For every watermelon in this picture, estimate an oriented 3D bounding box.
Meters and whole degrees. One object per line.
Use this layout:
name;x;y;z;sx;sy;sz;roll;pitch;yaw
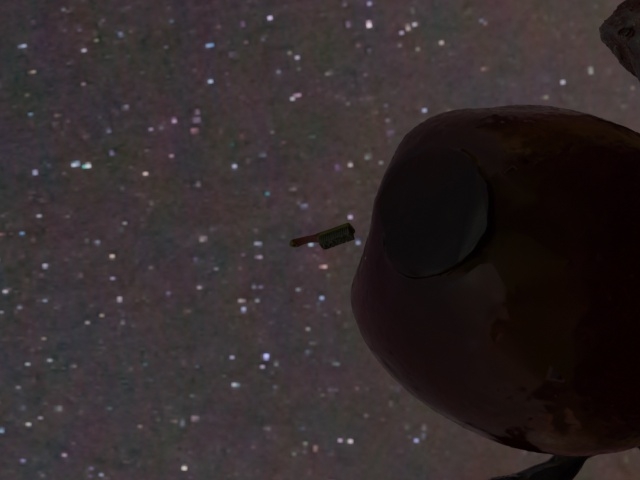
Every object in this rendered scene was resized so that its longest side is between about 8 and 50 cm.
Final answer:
watermelon;0.426;-0.261;1.453;0.071;0.139;0.187;-3;-77;-50

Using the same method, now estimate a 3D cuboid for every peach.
peach;0.204;0.029;1.095;0.310;0.406;0.335;33;-93;-48

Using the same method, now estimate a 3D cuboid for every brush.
brush;0.000;0.000;1.288;0.019;0.083;0.021;48;-144;-47

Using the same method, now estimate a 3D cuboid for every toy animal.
toy animal;0.179;0.341;1.266;0.367;0.205;0.081;-36;-79;-44
